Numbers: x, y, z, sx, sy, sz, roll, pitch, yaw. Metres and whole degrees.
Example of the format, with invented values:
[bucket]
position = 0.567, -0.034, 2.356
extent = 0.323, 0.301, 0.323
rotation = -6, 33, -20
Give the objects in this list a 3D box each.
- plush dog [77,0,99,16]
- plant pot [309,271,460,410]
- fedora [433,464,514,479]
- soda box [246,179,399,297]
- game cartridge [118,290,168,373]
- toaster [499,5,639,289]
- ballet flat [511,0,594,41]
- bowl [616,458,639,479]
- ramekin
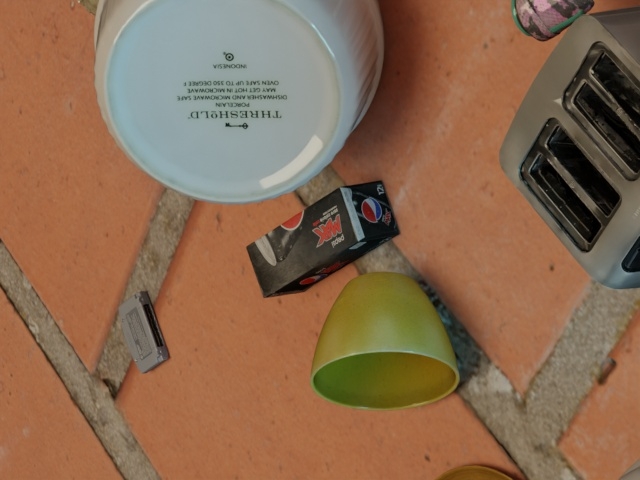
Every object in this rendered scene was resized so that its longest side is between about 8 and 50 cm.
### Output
[plush dog]
position = -0.178, -0.257, 1.793
extent = 0.262, 0.210, 0.225
rotation = 49, 172, 45
[plant pot]
position = 0.058, 0.085, 1.642
extent = 0.134, 0.134, 0.095
rotation = -37, 45, 48
[fedora]
position = 0.131, 0.296, 1.620
extent = 0.194, 0.079, 0.194
rotation = 15, 109, 48
[soda box]
position = 0.000, 0.000, 1.736
extent = 0.169, 0.053, 0.060
rotation = -32, 73, 49
[game cartridge]
position = -0.201, 0.105, 2.038
extent = 0.056, 0.017, 0.083
rotation = -33, 72, 46
[toaster]
position = 0.241, -0.079, 1.374
extent = 0.186, 0.110, 0.168
rotation = 54, 134, 29
[ballet flat]
position = 0.188, -0.257, 1.409
extent = 0.079, 0.077, 0.221
rotation = -17, 57, 31
[bowl]
position = 0.278, 0.289, 1.346
extent = 0.298, 0.134, 0.298
rotation = -3, 86, 42
[ramekin]
position = -0.079, -0.156, 1.619
extent = 0.127, 0.273, 0.273
rotation = -80, 6, -61
